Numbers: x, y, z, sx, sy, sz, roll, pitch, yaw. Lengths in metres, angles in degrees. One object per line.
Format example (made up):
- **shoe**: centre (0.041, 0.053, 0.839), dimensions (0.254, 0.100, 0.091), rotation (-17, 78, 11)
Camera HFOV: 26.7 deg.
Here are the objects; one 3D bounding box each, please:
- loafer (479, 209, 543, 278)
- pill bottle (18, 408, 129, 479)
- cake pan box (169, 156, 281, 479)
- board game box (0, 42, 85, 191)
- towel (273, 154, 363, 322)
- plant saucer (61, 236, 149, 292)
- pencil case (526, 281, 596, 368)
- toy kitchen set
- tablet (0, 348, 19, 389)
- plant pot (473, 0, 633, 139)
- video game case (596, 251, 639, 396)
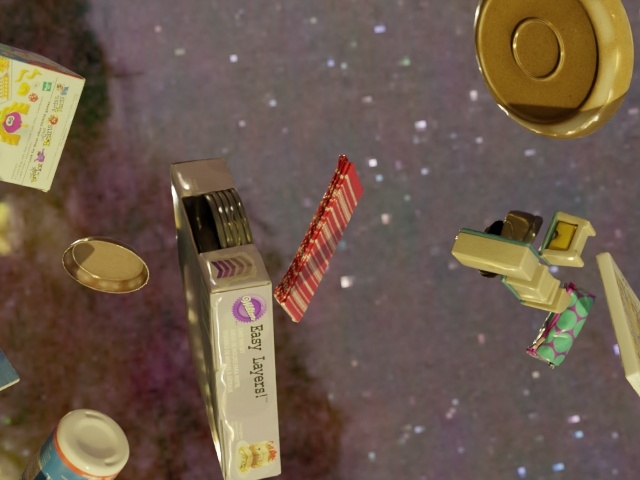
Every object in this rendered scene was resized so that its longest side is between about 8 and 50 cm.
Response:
- **loafer**: centre (0.345, -0.003, 2.560), dimensions (0.080, 0.078, 0.220), rotation (-60, -176, -34)
- **pill bottle**: centre (-0.406, 0.379, 2.146), dimensions (0.221, 0.124, 0.124), rotation (-52, -138, 33)
- **cake pan box**: centre (-0.101, 0.076, 1.412), dimensions (0.246, 0.070, 0.267), rotation (-117, -159, -54)
- **board game box**: centre (-0.436, -0.167, 1.530), dimensions (0.142, 0.275, 0.144), rotation (30, -77, 49)
- **towel**: centre (0.000, 0.000, 2.311), dimensions (0.275, 0.031, 0.199), rotation (-64, 168, -8)
- **plant saucer**: centre (-0.408, 0.042, 2.576), dimensions (0.168, 0.168, 0.029), rotation (102, -2, -54)
- **pencil case**: centre (0.430, 0.150, 2.407), dimensions (0.064, 0.070, 0.152), rotation (32, -86, 47)
- **toy kitchen set**: centre (0.320, -0.001, 2.097), dimensions (0.207, 0.122, 0.166), rotation (43, 66, -52)
- **tablet**: centre (-0.305, 0.113, 1.216), dimensions (0.054, 0.006, 0.083), rotation (56, 16, 2)
- **plant pot**: centre (0.270, -0.233, 1.627), dimensions (0.236, 0.032, 0.236), rotation (23, -57, 41)
- **video game case**: centre (0.502, 0.160, 2.143), dimensions (0.206, 0.026, 0.227), rotation (46, 30, -48)
